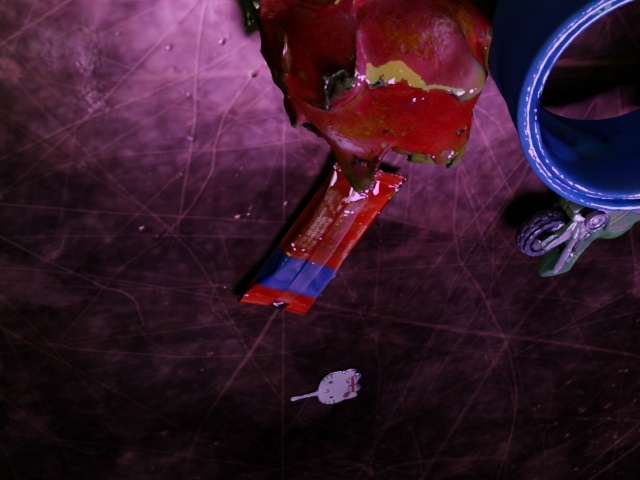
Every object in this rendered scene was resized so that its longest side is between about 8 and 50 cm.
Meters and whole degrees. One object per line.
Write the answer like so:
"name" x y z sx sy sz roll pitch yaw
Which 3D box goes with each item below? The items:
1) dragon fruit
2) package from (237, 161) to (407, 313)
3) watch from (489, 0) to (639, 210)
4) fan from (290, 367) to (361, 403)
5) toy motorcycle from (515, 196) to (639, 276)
"dragon fruit" 0.035 -0.143 0.989 0.200 0.198 0.269 17 161 6
"package" 0.000 0.000 1.198 0.083 0.022 0.200 17 125 -33
"watch" 0.305 -0.169 1.037 0.275 0.241 0.305 16 123 -17
"fan" 0.006 0.169 1.376 0.083 0.004 0.056 -12 135 -11
"toy motorcycle" 0.292 -0.035 1.260 0.190 0.074 0.106 -34 144 11
